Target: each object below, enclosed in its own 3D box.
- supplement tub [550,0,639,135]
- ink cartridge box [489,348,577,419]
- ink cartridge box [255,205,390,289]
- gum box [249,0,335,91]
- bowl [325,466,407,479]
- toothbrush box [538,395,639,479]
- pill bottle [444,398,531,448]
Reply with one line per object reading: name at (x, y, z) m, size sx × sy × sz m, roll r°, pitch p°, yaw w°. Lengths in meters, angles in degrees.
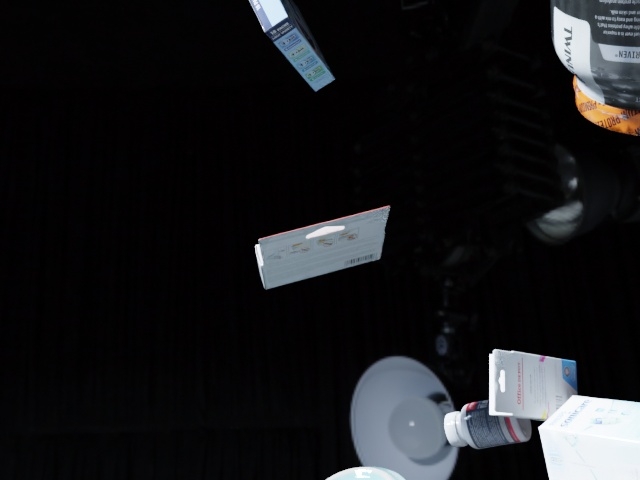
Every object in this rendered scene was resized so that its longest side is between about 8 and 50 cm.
supplement tub at (0.303, -0.274, 0.525) m, size 0.207 × 0.207 × 0.338 m, roll -6°, pitch -52°, yaw 15°
ink cartridge box at (0.346, 0.247, 1.047) m, size 0.181 × 0.104 × 0.061 m, roll 13°, pitch -19°, yaw -23°
ink cartridge box at (0.000, 0.000, 1.304) m, size 0.275 × 0.060 × 0.239 m, roll -15°, pitch -28°, yaw -8°
gum box at (-0.055, -0.326, 0.911) m, size 0.041 × 0.157 × 0.184 m, roll -30°, pitch -21°, yaw 14°
bowl at (0.073, 0.510, 1.053) m, size 0.311 × 0.163 × 0.311 m, roll -21°, pitch 19°, yaw 8°
toothbrush box at (0.495, 0.360, 0.889) m, size 0.126 × 0.216 × 0.295 m, roll -19°, pitch 9°, yaw -41°
pill bottle at (0.390, 0.432, 1.458) m, size 0.180 × 0.108 × 0.108 m, roll -22°, pitch -26°, yaw 30°
